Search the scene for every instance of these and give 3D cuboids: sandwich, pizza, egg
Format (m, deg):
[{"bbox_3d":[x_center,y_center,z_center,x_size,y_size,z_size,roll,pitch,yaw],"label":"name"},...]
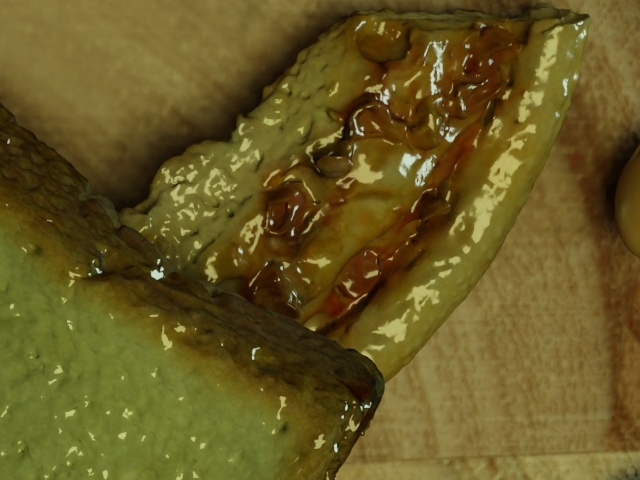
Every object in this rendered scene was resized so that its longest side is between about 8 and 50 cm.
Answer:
[{"bbox_3d":[-0.143,0.086,0.683,0.288,0.099,0.254,38,114,5],"label":"sandwich"},{"bbox_3d":[0.000,0.000,0.759,0.365,0.074,0.182,-42,131,-6],"label":"pizza"},{"bbox_3d":[0.202,-0.026,0.833,0.071,0.071,0.083,38,106,-26],"label":"egg"}]
